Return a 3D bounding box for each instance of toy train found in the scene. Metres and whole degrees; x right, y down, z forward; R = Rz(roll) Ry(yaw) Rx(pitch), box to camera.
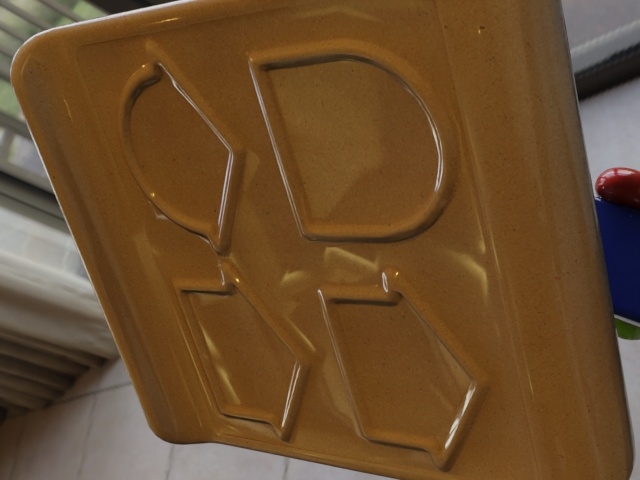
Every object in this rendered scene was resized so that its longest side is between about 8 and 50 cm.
[{"bbox_3d":[0.185,0.024,0.580,0.248,0.143,0.105,21,82,31],"label":"toy train"}]

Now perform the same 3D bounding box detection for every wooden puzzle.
[{"bbox_3d":[0.000,0.000,0.560,0.348,0.322,0.080,-2,26,33],"label":"wooden puzzle"}]
